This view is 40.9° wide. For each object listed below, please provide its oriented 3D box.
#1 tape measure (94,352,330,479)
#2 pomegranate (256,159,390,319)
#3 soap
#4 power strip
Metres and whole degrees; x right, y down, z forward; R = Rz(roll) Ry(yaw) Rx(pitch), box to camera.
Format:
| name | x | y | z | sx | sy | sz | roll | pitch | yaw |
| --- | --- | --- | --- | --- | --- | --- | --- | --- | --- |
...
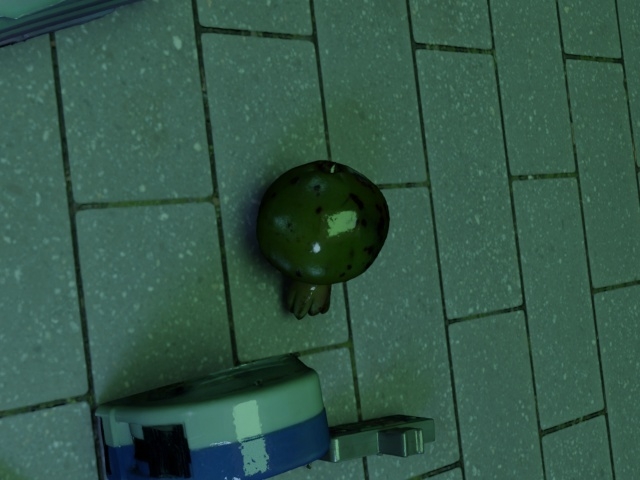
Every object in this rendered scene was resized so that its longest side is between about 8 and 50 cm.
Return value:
| name | x | y | z | sx | sy | sz | roll | pitch | yaw |
| --- | --- | --- | --- | --- | --- | --- | --- | --- | --- |
| tape measure | -0.124 | 0.237 | 1.100 | 0.259 | 0.262 | 0.138 | -11 | 82 | -39 |
| pomegranate | 0.000 | 0.000 | 1.273 | 0.202 | 0.202 | 0.248 | -11 | 122 | -38 |
| soap | -0.306 | -0.328 | 1.045 | 0.323 | 0.192 | 0.109 | -29 | 104 | -36 |
| power strip | 0.095 | 0.311 | 1.321 | 0.215 | 0.145 | 0.061 | -2 | 85 | -37 |
